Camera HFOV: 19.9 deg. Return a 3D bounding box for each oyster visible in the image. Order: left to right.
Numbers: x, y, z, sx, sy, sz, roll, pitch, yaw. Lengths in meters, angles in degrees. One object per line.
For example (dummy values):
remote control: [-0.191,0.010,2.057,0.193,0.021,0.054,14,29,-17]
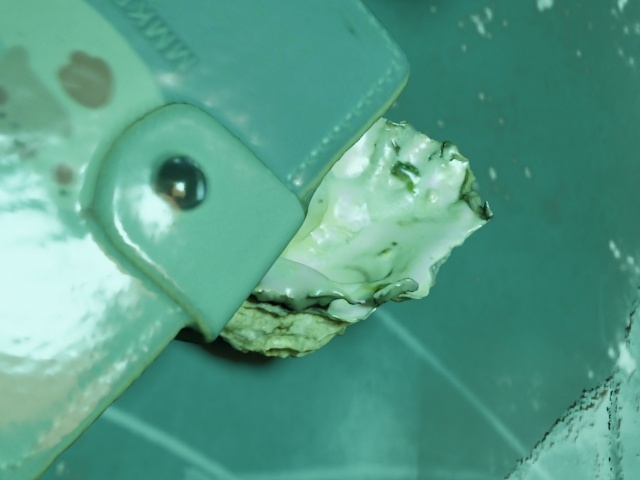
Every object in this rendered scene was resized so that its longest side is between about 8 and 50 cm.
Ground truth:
oyster: [0.009,0.002,1.042,0.133,0.072,0.209,34,47,2]

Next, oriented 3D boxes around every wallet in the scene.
wallet: [-0.122,-0.061,0.922,0.252,0.083,0.360,45,61,-9]
